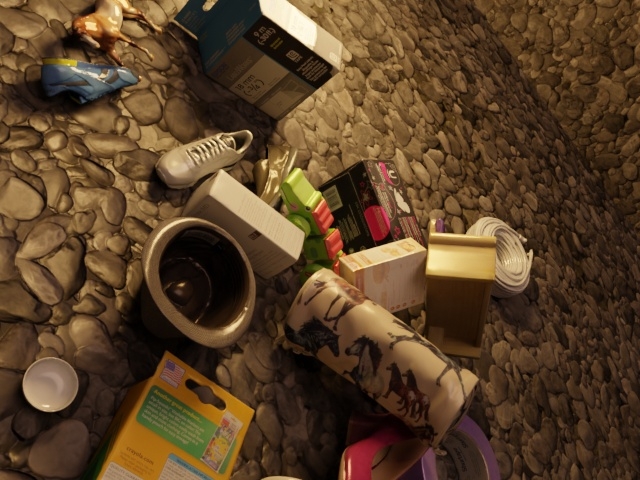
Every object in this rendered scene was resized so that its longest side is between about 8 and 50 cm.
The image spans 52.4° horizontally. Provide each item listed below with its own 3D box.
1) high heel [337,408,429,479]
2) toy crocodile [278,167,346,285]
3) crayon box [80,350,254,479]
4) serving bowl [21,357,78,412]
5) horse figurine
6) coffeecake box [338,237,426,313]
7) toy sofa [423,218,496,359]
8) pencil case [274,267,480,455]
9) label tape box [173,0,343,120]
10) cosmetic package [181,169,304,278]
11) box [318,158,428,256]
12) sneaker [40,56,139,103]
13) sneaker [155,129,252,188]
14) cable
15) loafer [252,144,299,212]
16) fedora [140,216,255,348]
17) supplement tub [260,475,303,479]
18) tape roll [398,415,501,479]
[{"bbox_3d":[0.127,0.433,1.207,0.181,0.127,0.377,9,22,6],"label":"high heel"},{"bbox_3d":[0.000,0.000,1.441,0.115,0.105,0.340,-51,128,-48],"label":"toy crocodile"},{"bbox_3d":[-0.252,0.367,1.028,0.203,0.083,0.323,40,45,-20],"label":"crayon box"},{"bbox_3d":[-0.416,0.223,0.993,0.083,0.027,0.083,24,51,-34],"label":"serving bowl"},{"bbox_3d":[-0.421,-0.459,1.369,0.174,0.066,0.263,33,49,-35],"label":"horse figurine"},{"bbox_3d":[0.137,0.089,1.436,0.185,0.142,0.068,-15,32,-23],"label":"coffeecake box"},{"bbox_3d":[0.327,0.118,1.550,0.362,0.150,0.177,81,18,-50],"label":"toy sofa"},{"bbox_3d":[0.116,0.240,1.290,0.410,0.183,0.160,35,13,16],"label":"pencil case"},{"bbox_3d":[-0.151,-0.448,1.498,0.334,0.241,0.106,29,51,-29],"label":"label tape box"},{"bbox_3d":[-0.157,-0.028,1.334,0.231,0.117,0.085,35,45,-24],"label":"cosmetic package"},{"bbox_3d":[0.128,-0.054,1.597,0.142,0.163,0.247,-6,72,-50],"label":"box"},{"bbox_3d":[-0.444,-0.303,1.263,0.209,0.069,0.082,-12,103,-54],"label":"sneaker"},{"bbox_3d":[-0.242,-0.180,1.357,0.235,0.095,0.090,-35,94,-48],"label":"sneaker"},{"bbox_3d":[0.545,0.050,2.008,0.257,0.089,0.257,40,45,-19],"label":"cable"},{"bbox_3d":[-0.118,-0.128,1.469,0.087,0.094,0.251,18,44,-2],"label":"loafer"},{"bbox_3d":[-0.240,0.089,1.173,0.244,0.124,0.275,43,35,-21],"label":"fedora"},{"bbox_3d":[-0.064,0.513,1.079,0.144,0.144,0.199,36,45,-24],"label":"supplement tub"},{"bbox_3d":[0.289,0.527,1.465,0.275,0.090,0.274,24,52,-35],"label":"tape roll"}]
